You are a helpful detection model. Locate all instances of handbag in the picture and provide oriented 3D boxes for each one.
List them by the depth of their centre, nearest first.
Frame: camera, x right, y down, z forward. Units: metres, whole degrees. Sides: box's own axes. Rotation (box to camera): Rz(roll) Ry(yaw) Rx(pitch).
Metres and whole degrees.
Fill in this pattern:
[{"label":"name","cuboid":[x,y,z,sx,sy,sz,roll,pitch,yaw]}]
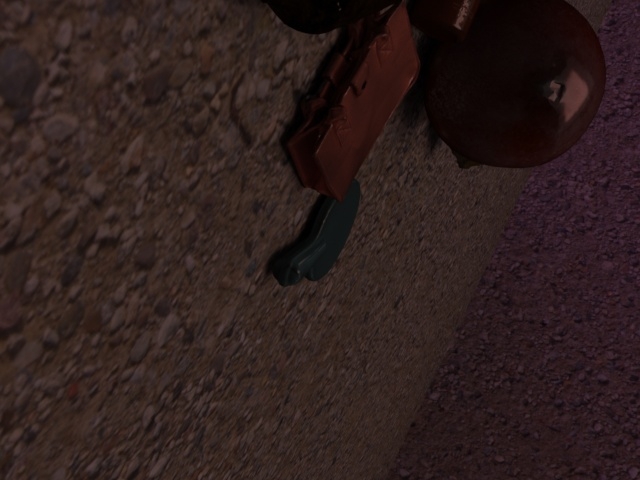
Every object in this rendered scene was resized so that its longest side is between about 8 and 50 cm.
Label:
[{"label":"handbag","cuboid":[0.041,-0.161,0.945,0.213,0.059,0.157,-61,162,-13]}]

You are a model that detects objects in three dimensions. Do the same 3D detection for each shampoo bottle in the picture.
[{"label":"shampoo bottle","cuboid":[0.198,-0.386,1.076,0.244,0.085,0.085,-67,162,-2]}]

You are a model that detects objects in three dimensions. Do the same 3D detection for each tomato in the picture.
[{"label":"tomato","cuboid":[0.290,-0.237,1.210,0.227,0.270,0.270,-118,-133,-72]}]

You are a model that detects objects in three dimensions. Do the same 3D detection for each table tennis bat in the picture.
[{"label":"table tennis bat","cuboid":[0.000,0.000,1.078,0.237,0.038,0.149,-44,154,-58]}]

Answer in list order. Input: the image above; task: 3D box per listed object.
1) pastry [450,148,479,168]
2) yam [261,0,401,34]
[{"label":"pastry","cuboid":[0.293,-0.263,1.441,0.257,0.120,0.236,-52,153,-32]},{"label":"yam","cuboid":[0.050,-0.270,0.736,0.279,0.131,0.131,-43,151,-48]}]
